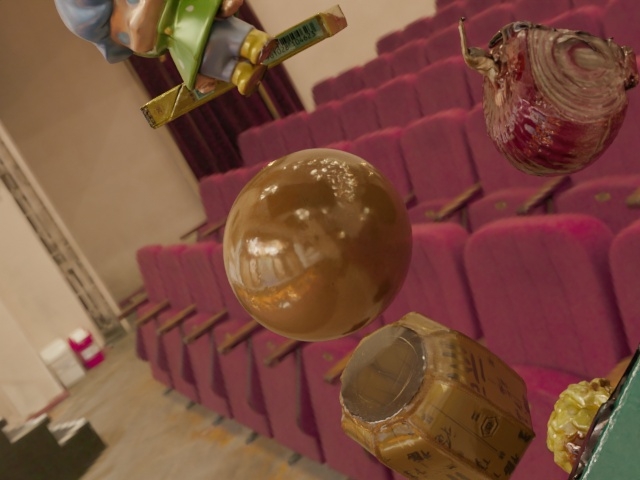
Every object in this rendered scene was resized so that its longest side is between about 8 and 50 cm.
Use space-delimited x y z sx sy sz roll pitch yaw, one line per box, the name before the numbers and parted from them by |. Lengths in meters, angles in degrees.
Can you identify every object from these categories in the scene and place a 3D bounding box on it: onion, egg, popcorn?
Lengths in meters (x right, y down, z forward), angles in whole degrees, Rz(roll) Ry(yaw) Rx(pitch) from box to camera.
onion | 0.369 -0.217 1.394 0.272 0.230 0.256 1 -6 15
egg | 0.000 0.000 1.382 0.301 0.301 0.374 -25 17 22
popcorn | 0.502 0.327 1.476 0.218 0.189 0.169 -3 7 9

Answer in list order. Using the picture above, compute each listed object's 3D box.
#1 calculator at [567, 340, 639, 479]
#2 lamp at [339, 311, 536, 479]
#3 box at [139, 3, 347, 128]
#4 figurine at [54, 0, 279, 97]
calculator | 0.383 0.228 0.825 0.058 0.248 0.274 3 -72 -69
lamp | 0.118 0.168 0.863 0.161 0.185 0.161 -30 39 29
box | -0.099 -0.239 1.172 0.279 0.041 0.153 -24 14 17
figurine | -0.172 -0.249 0.923 0.143 0.263 0.162 -56 -5 -42
